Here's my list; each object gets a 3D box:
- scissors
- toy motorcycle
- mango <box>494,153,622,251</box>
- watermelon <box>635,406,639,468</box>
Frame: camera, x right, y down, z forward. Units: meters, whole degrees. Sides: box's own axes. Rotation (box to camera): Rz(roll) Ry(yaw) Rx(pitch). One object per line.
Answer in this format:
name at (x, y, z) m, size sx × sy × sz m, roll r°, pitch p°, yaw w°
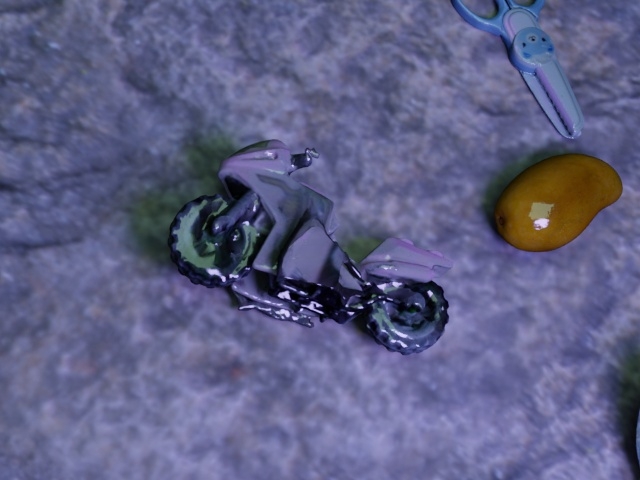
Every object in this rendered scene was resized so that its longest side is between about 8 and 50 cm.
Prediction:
scissors at (0.261, -0.239, 1.854) m, size 0.125 × 0.030 × 0.256 m, roll -20°, pitch 72°, yaw -18°
toy motorcycle at (0.000, 0.000, 1.639) m, size 0.327 × 0.143 × 0.188 m, roll 20°, pitch 65°, yaw -13°
mango at (0.284, -0.051, 1.756) m, size 0.184 × 0.085 × 0.102 m, roll -29°, pitch 78°, yaw -27°
watermelon at (0.486, 0.247, 1.623) m, size 0.148 × 0.226 × 0.318 m, roll -21°, pitch 85°, yaw -47°
